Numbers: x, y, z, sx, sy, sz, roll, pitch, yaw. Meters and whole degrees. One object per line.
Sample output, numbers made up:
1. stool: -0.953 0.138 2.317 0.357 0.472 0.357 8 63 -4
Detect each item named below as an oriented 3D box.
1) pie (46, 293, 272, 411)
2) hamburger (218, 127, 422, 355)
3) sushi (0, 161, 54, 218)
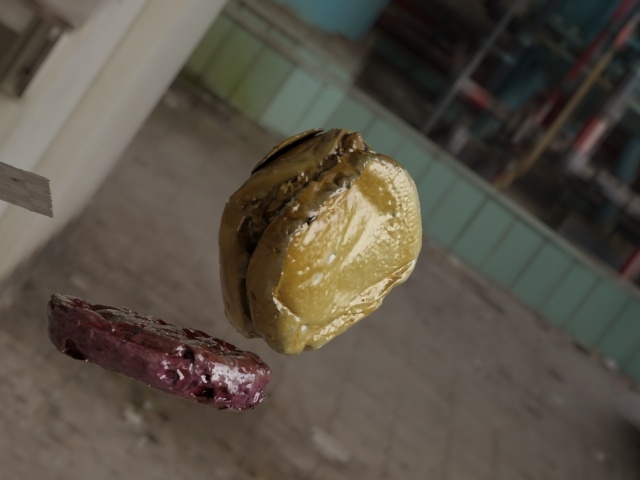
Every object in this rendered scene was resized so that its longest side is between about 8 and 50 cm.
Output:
1. pie: -0.103 0.071 1.246 0.154 0.038 0.153 18 1 0
2. hamburger: 0.000 0.001 1.784 0.108 0.213 0.214 28 7 30
3. sushi: -0.400 -0.064 1.622 0.359 0.064 0.343 20 -7 -5
